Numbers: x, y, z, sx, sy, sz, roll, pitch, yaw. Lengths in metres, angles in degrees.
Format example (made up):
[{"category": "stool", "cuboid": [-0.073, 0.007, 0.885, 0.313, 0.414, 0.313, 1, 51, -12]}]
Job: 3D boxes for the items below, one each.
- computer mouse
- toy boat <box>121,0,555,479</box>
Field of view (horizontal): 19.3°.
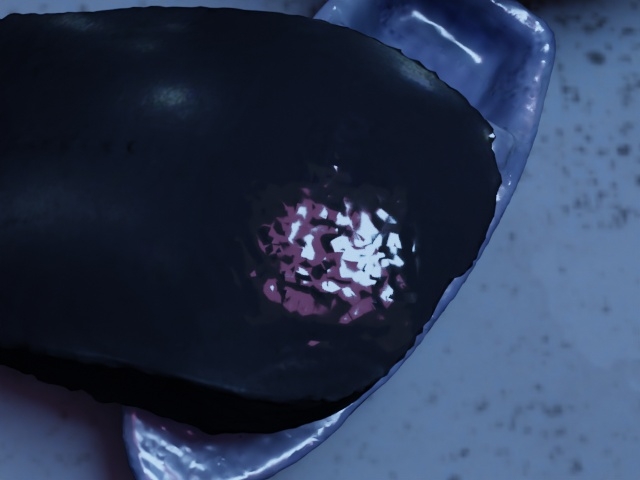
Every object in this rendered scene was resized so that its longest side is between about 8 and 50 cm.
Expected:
[{"category": "computer mouse", "cuboid": [-0.075, -0.021, 0.762, 0.295, 0.087, 0.168, 9, 69, 24]}, {"category": "toy boat", "cuboid": [0.000, 0.000, 0.841, 0.127, 0.078, 0.283, 34, 73, -3]}]
